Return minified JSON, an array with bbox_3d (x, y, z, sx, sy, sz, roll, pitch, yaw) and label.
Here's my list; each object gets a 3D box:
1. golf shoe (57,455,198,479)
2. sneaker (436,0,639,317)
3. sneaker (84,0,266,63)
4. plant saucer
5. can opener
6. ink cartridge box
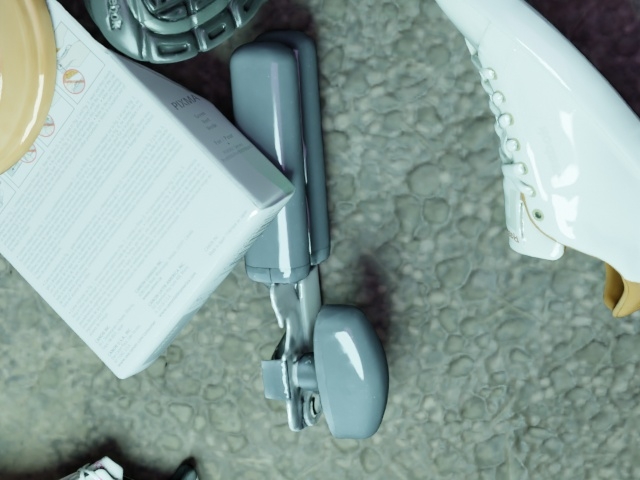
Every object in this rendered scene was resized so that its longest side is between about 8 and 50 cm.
[{"bbox_3d":[-0.177,0.195,1.191,0.186,0.067,0.086,4,98,-20],"label":"golf shoe"},{"bbox_3d":[0.148,-0.061,1.087,0.123,0.106,0.290,-40,105,10],"label":"sneaker"},{"bbox_3d":[-0.027,-0.205,1.044,0.286,0.130,0.109,-23,107,-15],"label":"sneaker"},{"bbox_3d":[-0.269,-0.125,1.075,0.200,0.037,0.200,6,110,18],"label":"plant saucer"},{"bbox_3d":[0.000,0.000,1.119,0.095,0.076,0.283,3,109,20],"label":"can opener"},{"bbox_3d":[-0.152,-0.045,1.105,0.225,0.056,0.181,46,121,9],"label":"ink cartridge box"}]
